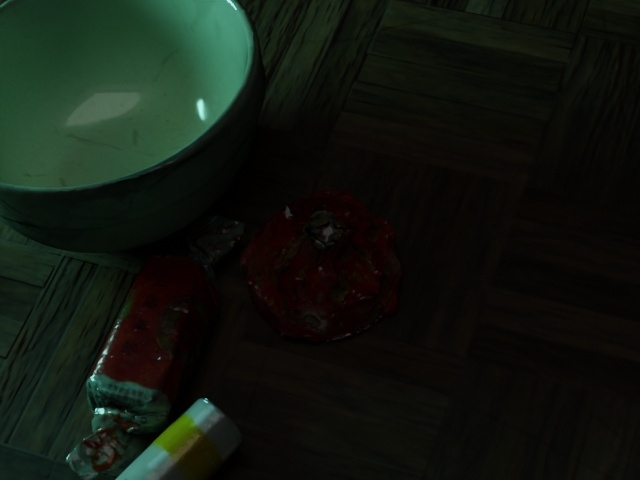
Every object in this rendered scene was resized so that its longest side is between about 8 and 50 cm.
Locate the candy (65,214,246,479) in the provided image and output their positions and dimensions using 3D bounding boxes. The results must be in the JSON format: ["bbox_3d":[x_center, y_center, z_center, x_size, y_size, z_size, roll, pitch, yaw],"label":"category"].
[{"bbox_3d":[-0.144,0.089,1.381,0.086,0.059,0.292,11,56,15],"label":"candy"}]

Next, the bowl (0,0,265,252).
[{"bbox_3d":[-0.196,-0.109,1.454,0.307,0.163,0.307,-5,51,6],"label":"bowl"}]

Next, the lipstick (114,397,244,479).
[{"bbox_3d":[-0.172,0.239,1.278,0.059,0.059,0.264,35,66,26],"label":"lipstick"}]

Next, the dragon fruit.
[{"bbox_3d":[0.000,0.000,1.399,0.153,0.111,0.153,-1,53,1],"label":"dragon fruit"}]
